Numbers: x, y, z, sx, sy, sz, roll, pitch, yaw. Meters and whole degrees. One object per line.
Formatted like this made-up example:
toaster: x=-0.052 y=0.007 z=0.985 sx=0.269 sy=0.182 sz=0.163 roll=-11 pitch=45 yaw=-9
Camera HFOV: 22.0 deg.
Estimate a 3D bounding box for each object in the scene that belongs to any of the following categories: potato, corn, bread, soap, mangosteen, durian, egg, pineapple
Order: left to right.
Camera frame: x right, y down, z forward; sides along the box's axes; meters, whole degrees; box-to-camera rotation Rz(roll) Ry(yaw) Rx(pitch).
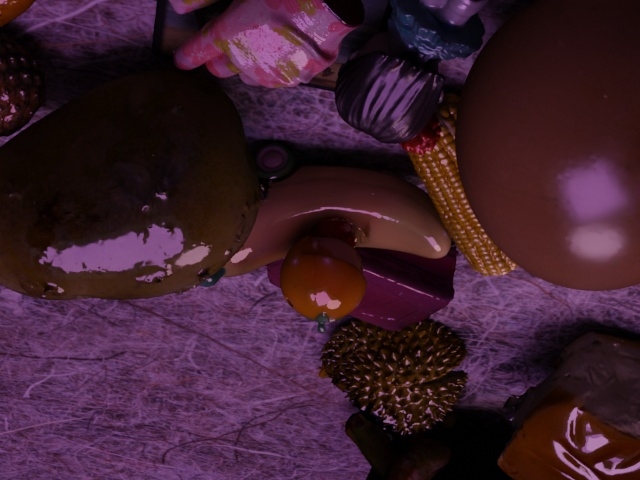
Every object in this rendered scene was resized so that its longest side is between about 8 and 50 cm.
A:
pineapple: x=-0.426 y=-0.228 z=1.893 sx=0.125 sy=0.125 sz=0.251 roll=-13 pitch=137 yaw=30
potato: x=-0.243 y=-0.042 z=1.942 sx=0.359 sy=0.270 sz=0.219 roll=-26 pitch=169 yaw=3
soap: x=0.041 y=0.027 z=2.214 sx=0.250 sy=0.099 sz=0.162 roll=22 pitch=153 yaw=-21
durian: x=0.096 y=0.212 z=2.458 sx=0.237 sy=0.138 sz=0.193 roll=-14 pitch=143 yaw=32
mangosteen: x=0.222 y=0.441 z=2.634 sx=0.382 sy=0.382 sz=0.435 roll=-22 pitch=105 yaw=39
corn: x=0.175 y=-0.065 z=1.975 sx=0.093 sy=0.093 sz=0.244 roll=-12 pitch=123 yaw=30
egg: x=0.295 y=-0.100 z=1.747 sx=0.301 sy=0.301 sz=0.374 roll=-1 pitch=151 yaw=14
bread: x=0.412 y=0.275 z=2.404 sx=0.279 sy=0.225 sz=0.250 roll=21 pitch=145 yaw=-12

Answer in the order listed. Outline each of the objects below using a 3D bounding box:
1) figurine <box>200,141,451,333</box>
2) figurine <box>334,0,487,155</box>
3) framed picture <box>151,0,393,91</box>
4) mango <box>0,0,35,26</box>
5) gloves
figurine: x=0.000 y=0.000 z=2.051 sx=0.324 sy=0.222 sz=0.124 roll=4 pitch=146 yaw=10
figurine: x=0.107 y=-0.198 z=1.791 sx=0.138 sy=0.110 sz=0.245 roll=35 pitch=136 yaw=2
framed picture: x=-0.046 y=-0.283 z=1.801 sx=0.265 sy=0.016 sz=0.347 roll=12 pitch=148 yaw=-5
mango: x=-0.358 y=-0.280 z=1.776 sx=0.115 sy=0.089 sz=0.165 roll=21 pitch=121 yaw=-35
gloves: x=-0.074 y=-0.224 z=1.780 sx=0.241 sy=0.126 sz=0.145 roll=-28 pitch=139 yaw=34
